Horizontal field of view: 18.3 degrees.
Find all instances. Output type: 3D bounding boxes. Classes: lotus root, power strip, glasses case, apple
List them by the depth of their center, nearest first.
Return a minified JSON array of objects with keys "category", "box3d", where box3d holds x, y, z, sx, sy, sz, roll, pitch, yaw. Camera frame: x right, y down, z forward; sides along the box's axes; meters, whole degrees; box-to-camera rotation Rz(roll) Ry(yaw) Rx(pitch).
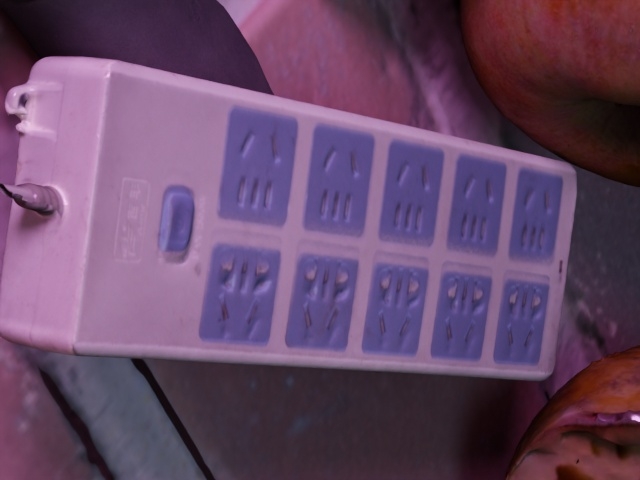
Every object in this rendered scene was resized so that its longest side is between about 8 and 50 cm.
[{"category":"glasses case","box3d":[-0.055,-0.058,0.801,0.190,0.042,0.072,55,51,-42]},{"category":"power strip","box3d":[0.000,0.000,0.810,0.367,0.043,0.106,7,89,-53]},{"category":"apple","box3d":[0.161,-0.122,0.920,0.188,0.188,0.174,37,66,-48]},{"category":"lotus root","box3d":[0.191,0.136,1.073,0.188,0.199,0.180,-55,-173,31]}]
